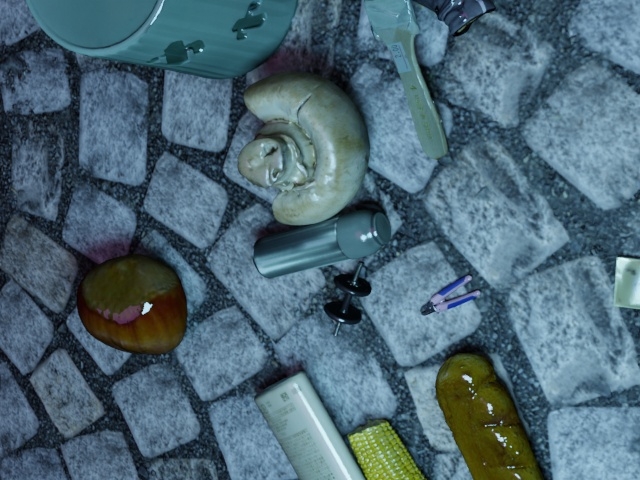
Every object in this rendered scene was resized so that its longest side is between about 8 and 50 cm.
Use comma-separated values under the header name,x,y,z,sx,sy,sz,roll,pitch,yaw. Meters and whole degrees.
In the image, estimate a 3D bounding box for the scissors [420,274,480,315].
name,x,y,z,sx,sy,sz,roll,pitch,yaw
scissors,0.211,0.097,1.500,0.113,0.012,0.039,-33,84,31

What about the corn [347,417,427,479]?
name,x,y,z,sx,sy,sz,roll,pitch,yaw
corn,0.138,0.425,1.572,0.093,0.093,0.244,-38,81,30

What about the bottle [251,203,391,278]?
name,x,y,z,sx,sy,sz,roll,pitch,yaw
bottle,0.000,0.000,1.562,0.254,0.079,0.096,-14,56,32

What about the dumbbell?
name,x,y,z,sx,sy,sz,roll,pitch,yaw
dumbbell,0.047,0.101,1.560,0.069,0.069,0.147,27,113,21

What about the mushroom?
name,x,y,z,sx,sy,sz,roll,pitch,yaw
mushroom,-0.020,-0.154,1.467,0.189,0.195,0.253,-14,97,27

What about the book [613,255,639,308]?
name,x,y,z,sx,sy,sz,roll,pitch,yaw
book,0.491,0.067,1.336,0.111,0.014,0.077,7,105,27

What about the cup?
name,x,y,z,sx,sy,sz,roll,pitch,yaw
cup,-0.229,-0.453,1.408,0.310,0.392,0.400,21,106,17

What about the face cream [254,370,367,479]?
name,x,y,z,sx,sy,sz,roll,pitch,yaw
face cream,0.008,0.408,1.632,0.348,0.081,0.173,59,147,5

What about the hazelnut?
name,x,y,z,sx,sy,sz,roll,pitch,yaw
hazelnut,-0.353,0.121,1.736,0.210,0.210,0.186,-2,77,29

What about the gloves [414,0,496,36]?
name,x,y,z,sx,sy,sz,roll,pitch,yaw
gloves,0.138,-0.414,1.366,0.285,0.142,0.119,37,79,6

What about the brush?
name,x,y,z,sx,sy,sz,roll,pitch,yaw
brush,0.132,-0.268,1.382,0.085,0.020,0.336,-2,124,37

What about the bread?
name,x,y,z,sx,sy,sz,roll,pitch,yaw
bread,0.292,0.340,1.473,0.124,0.084,0.344,-28,87,53
